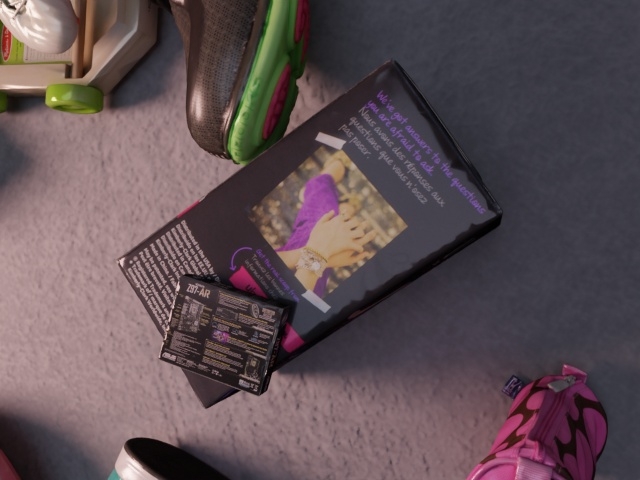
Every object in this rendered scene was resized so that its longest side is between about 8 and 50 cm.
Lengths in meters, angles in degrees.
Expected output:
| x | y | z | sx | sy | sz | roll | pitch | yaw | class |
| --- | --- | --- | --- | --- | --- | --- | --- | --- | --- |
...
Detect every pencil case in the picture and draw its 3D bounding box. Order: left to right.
| x | y | z | sx | sy | sz | roll | pitch | yaw | class |
| --- | --- | --- | --- | --- | --- | --- | --- | --- | --- |
| 0.164 | 0.163 | 0.496 | 0.095 | 0.209 | 0.098 | 27 | 107 | 19 | pencil case |

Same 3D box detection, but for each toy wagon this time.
| x | y | z | sx | sy | sz | roll | pitch | yaw | class |
| --- | --- | --- | --- | --- | --- | --- | --- | --- | --- |
| -0.337 | -0.270 | 0.714 | 0.345 | 0.068 | 0.267 | 3 | 89 | 15 | toy wagon |

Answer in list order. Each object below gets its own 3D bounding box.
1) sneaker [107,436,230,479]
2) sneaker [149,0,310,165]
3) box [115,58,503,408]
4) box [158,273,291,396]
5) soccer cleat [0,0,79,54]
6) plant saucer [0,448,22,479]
| x | y | z | sx | sy | sz | roll | pitch | yaw | class |
| --- | --- | --- | --- | --- | --- | --- | --- | --- | --- |
| -0.102 | 0.332 | 0.600 | 0.296 | 0.124 | 0.178 | 28 | 90 | 22 | sneaker |
| -0.128 | -0.279 | 0.589 | 0.202 | 0.185 | 0.482 | -12 | 74 | -5 | sneaker |
| 0.000 | 0.000 | 0.565 | 0.270 | 0.165 | 0.143 | -34 | 81 | 11 | box |
| -0.071 | 0.067 | 0.487 | 0.083 | 0.018 | 0.067 | 16 | 95 | 14 | box |
| -0.303 | -0.253 | 0.628 | 0.068 | 0.076 | 0.196 | -41 | 79 | 10 | soccer cleat |
| -0.434 | 0.325 | 0.710 | 0.333 | 0.084 | 0.331 | 0 | 89 | 15 | plant saucer |
